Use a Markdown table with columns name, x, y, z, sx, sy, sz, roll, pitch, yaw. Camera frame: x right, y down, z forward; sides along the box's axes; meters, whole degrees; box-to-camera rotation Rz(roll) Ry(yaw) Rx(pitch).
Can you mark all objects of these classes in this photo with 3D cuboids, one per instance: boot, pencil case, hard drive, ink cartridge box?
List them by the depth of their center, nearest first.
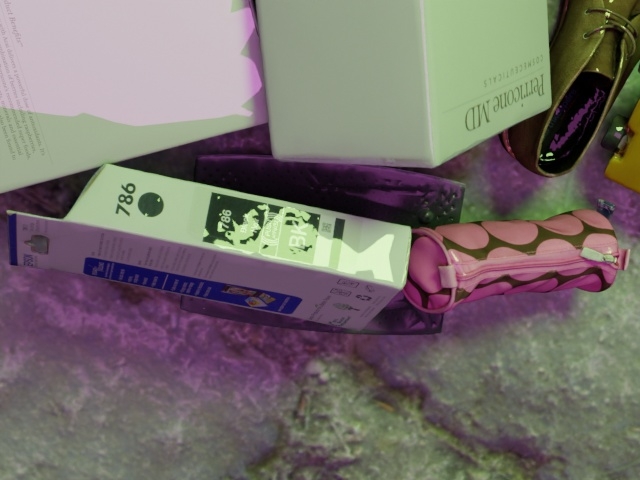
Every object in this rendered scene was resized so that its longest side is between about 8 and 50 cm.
| name | x | y | z | sx | sy | sz | roll | pitch | yaw |
| --- | --- | --- | --- | --- | --- | --- | --- | --- | --- |
| ink cartridge box | -0.101 | 0.004 | 1.210 | 0.333 | 0.165 | 0.065 | 11 | 72 | -9 |
| boot | 0.266 | -0.193 | 1.259 | 0.112 | 0.115 | 0.305 | 23 | 104 | -9 |
| pencil case | 0.180 | 0.018 | 1.294 | 0.209 | 0.098 | 0.095 | -8 | 112 | -26 |
| hard drive | 0.000 | 0.000 | 1.332 | 0.255 | 0.054 | 0.172 | 5 | 108 | -6 |

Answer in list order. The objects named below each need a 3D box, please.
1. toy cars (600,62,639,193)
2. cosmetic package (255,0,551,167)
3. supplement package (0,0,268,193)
| name | x | y | z | sx | sy | sz | roll | pitch | yaw |
| --- | --- | --- | --- | --- | --- | --- | --- | --- | --- |
| toy cars | 0.378 | -0.044 | 1.311 | 0.176 | 0.087 | 0.393 | -8 | 122 | 37 |
| cosmetic package | 0.060 | -0.305 | 1.115 | 0.161 | 0.230 | 0.453 | 5 | 110 | 32 |
| supplement package | -0.197 | -0.166 | 1.198 | 0.293 | 0.175 | 0.177 | -14 | 108 | 0 |
